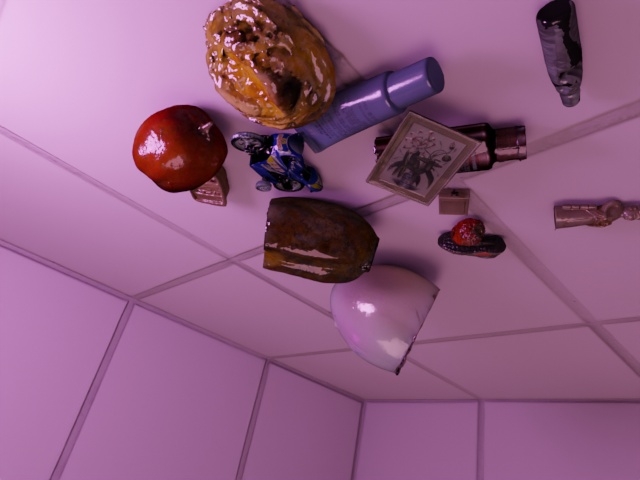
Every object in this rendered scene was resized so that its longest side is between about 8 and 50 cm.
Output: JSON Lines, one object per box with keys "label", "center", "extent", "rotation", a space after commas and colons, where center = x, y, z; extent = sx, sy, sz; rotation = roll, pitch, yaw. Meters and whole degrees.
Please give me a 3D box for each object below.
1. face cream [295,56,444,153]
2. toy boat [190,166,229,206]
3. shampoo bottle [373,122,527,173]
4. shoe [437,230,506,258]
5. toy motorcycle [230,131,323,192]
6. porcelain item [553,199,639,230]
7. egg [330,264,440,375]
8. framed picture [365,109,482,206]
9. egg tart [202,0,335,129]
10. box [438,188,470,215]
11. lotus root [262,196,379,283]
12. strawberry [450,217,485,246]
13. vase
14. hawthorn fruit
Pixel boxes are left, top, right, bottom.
{"label": "face cream", "center": [0.080, -0.284, 0.977], "extent": [0.385, 0.086, 0.135], "rotation": [-10, 134, 45]}
{"label": "toy boat", "center": [-0.334, -0.182, 1.333], "extent": [0.115, 0.061, 0.188], "rotation": [11, 150, 7]}
{"label": "shampoo bottle", "center": [0.291, -0.203, 1.033], "extent": [0.322, 0.084, 0.129], "rotation": [-4, 144, 25]}
{"label": "shoe", "center": [0.451, 0.022, 1.372], "extent": [0.194, 0.074, 0.077], "rotation": [4, 154, 11]}
{"label": "toy motorcycle", "center": [-0.090, -0.196, 1.157], "extent": [0.168, 0.113, 0.315], "rotation": [-5, 160, 21]}
{"label": "porcelain item", "center": [0.704, -0.065, 1.139], "extent": [0.213, 0.054, 0.084], "rotation": [-3, 148, 24]}
{"label": "egg", "center": [0.197, 0.240, 1.593], "extent": [0.339, 0.355, 0.355], "rotation": [27, 154, 15]}
{"label": "framed picture", "center": [0.221, -0.174, 1.016], "extent": [0.172, 0.010, 0.231], "rotation": [20, 144, -7]}
{"label": "egg tart", "center": [-0.115, -0.334, 0.909], "extent": [0.296, 0.132, 0.297], "rotation": [13, 140, 11]}
{"label": "box", "center": [0.358, -0.105, 1.222], "extent": [0.079, 0.035, 0.083], "rotation": [3, 148, 16]}
{"label": "lotus root", "center": [0.000, 0.000, 1.344], "extent": [0.345, 0.251, 0.250], "rotation": [13, 150, 0]}
{"label": "strawberry", "center": [0.419, -0.021, 1.301], "extent": [0.096, 0.083, 0.083], "rotation": [-2, 148, 40]}
{"label": "vase", "center": [0.431, -0.317, 0.804], "extent": [0.059, 0.060, 0.211], "rotation": [-9, 144, 33]}
{"label": "hawthorn fruit", "center": [-0.336, -0.228, 1.116], "extent": [0.249, 0.215, 0.215], "rotation": [-16, 140, 42]}
